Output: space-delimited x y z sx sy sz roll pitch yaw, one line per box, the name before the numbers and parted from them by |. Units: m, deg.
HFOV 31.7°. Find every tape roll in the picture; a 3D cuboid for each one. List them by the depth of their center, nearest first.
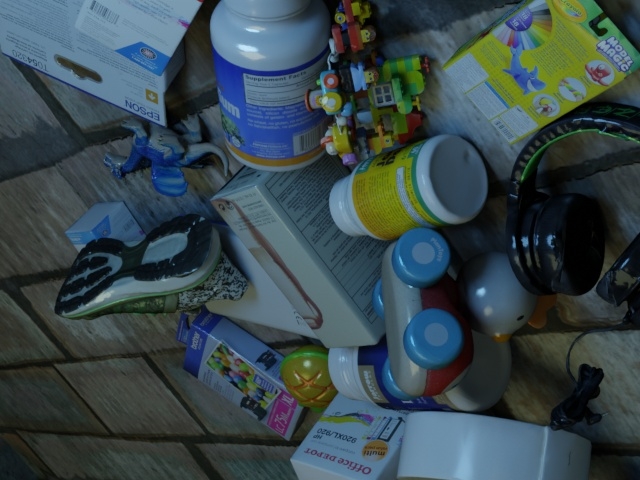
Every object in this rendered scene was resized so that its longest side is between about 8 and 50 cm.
tape roll | 0.261 0.333 1.696 0.286 0.100 0.286 10 164 3

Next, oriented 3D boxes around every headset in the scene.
headset | 0.326 0.036 1.337 0.243 0.185 0.394 18 129 29

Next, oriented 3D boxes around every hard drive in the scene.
hard drive | -0.095 0.066 1.903 0.319 0.040 0.210 11 136 36

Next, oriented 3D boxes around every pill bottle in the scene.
pill bottle | -0.060 -0.231 1.431 0.152 0.152 0.272 24 143 23
pill bottle | 0.109 -0.064 1.492 0.208 0.117 0.117 -14 119 51
pill bottle | 0.144 0.182 1.707 0.265 0.153 0.153 -8 123 48

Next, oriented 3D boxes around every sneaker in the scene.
sneaker | -0.293 0.090 1.932 0.410 0.158 0.182 -12 137 38

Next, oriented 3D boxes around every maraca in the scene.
maraca | -0.003 0.249 1.973 0.127 0.099 0.185 1 140 17

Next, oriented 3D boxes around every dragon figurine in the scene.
dragon figurine | -0.227 -0.127 1.770 0.289 0.085 0.144 19 141 29

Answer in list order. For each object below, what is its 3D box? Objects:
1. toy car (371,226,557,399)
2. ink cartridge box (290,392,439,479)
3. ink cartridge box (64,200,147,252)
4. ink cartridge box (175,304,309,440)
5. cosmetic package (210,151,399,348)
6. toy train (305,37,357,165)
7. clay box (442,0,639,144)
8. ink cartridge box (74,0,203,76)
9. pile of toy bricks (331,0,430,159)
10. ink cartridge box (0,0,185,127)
toy car | 0.205 0.094 1.489 0.238 0.210 0.219 -4 160 -7
ink cartridge box | 0.097 0.353 1.875 0.171 0.232 0.168 10 136 36
ink cartridge box | -0.379 0.012 2.069 0.090 0.092 0.143 -1 128 44
ink cartridge box | -0.157 0.243 2.152 0.311 0.065 0.185 35 145 11
cosmetic package | 0.000 0.000 1.642 0.129 0.153 0.296 -13 118 52
toy train | 0.014 -0.163 1.406 0.046 0.125 0.166 -10 137 9
clay box | 0.251 -0.205 1.252 0.127 0.053 0.222 46 144 -9
ink cartridge box | -0.211 -0.331 1.434 0.134 0.078 0.231 30 141 -11
pile of toy bricks | 0.085 -0.200 1.390 0.105 0.118 0.212 -9 119 9
ink cartridge box | -0.348 -0.356 1.637 0.324 0.071 0.330 25 144 16
